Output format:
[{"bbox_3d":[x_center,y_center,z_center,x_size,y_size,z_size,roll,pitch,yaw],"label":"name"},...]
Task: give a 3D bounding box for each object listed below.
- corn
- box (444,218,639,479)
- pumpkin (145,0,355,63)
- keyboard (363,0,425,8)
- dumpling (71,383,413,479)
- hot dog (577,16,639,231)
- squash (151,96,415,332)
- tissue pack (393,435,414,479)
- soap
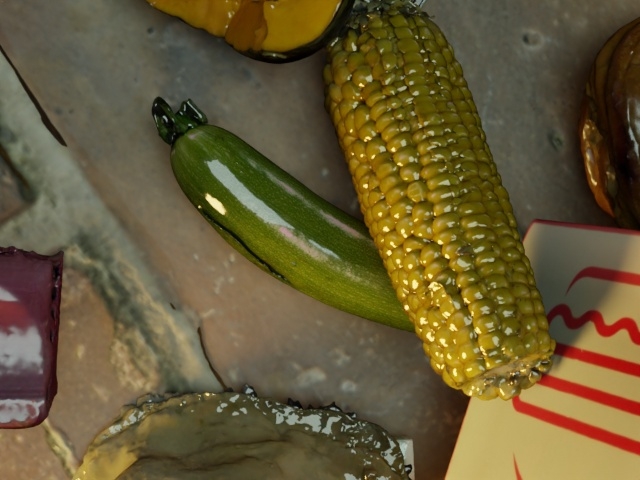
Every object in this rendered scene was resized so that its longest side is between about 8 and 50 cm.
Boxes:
[{"bbox_3d":[0.078,-0.036,0.906,0.115,0.115,0.318,-11,64,-9],"label":"corn"},{"bbox_3d":[0.291,0.177,0.871,0.314,0.312,0.300,21,85,-25],"label":"box"},{"bbox_3d":[-0.047,-0.196,0.925,0.183,0.107,0.119,30,94,19],"label":"pumpkin"},{"bbox_3d":[0.014,-0.232,0.985,0.166,0.017,0.055,33,86,-9],"label":"keyboard"},{"bbox_3d":[-0.100,0.194,0.936,0.332,0.086,0.166,-24,91,-5],"label":"dumpling"},{"bbox_3d":[0.332,-0.096,0.994,0.272,0.122,0.196,-15,96,-13],"label":"hot dog"},{"bbox_3d":[-0.001,0.002,0.956,0.318,0.080,0.071,30,46,-11],"label":"squash"},{"bbox_3d":[0.019,0.184,0.995,0.108,0.023,0.056,-1,91,-9],"label":"tissue pack"},{"bbox_3d":[-0.333,0.051,0.834,0.324,0.220,0.127,7,86,-11],"label":"soap"}]
